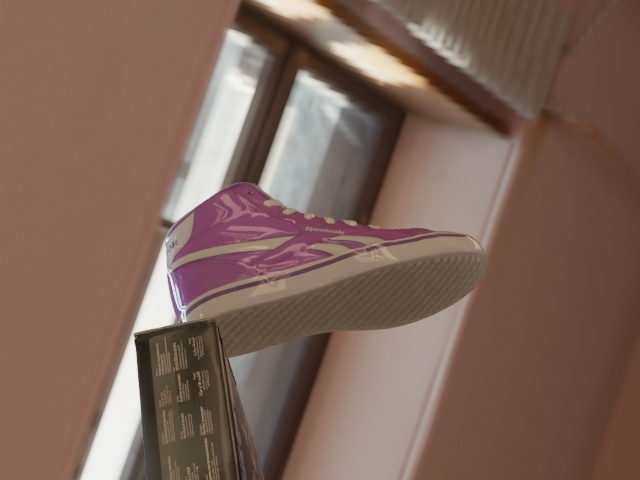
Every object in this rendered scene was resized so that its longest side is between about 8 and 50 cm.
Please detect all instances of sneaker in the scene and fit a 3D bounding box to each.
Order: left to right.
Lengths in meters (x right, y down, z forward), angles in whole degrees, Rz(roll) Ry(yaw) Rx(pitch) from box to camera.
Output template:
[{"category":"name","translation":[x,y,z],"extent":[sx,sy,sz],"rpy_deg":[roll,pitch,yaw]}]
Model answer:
[{"category":"sneaker","translation":[0.000,-0.001,1.364],"extent":[0.282,0.161,0.102],"rpy_deg":[-8,141,-13]}]

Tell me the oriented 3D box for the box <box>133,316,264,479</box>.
[{"category":"box","translation":[-0.052,0.180,0.835],"extent":[0.051,0.220,0.175],"rpy_deg":[-13,135,0]}]
